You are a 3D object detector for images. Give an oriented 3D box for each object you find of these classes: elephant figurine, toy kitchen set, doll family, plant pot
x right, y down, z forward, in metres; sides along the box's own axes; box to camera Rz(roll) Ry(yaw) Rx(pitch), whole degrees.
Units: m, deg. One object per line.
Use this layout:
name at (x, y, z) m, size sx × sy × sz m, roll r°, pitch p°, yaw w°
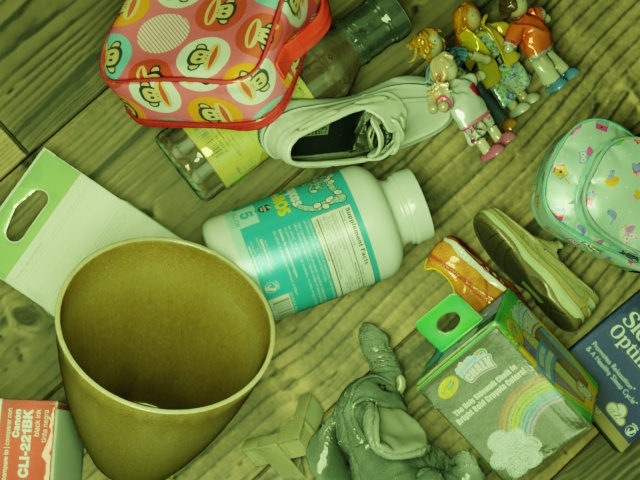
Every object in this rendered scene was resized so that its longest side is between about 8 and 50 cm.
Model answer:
elephant figurine at (0.068, 0.240, 1.491) m, size 0.169 × 0.186 × 0.239 m, roll -39°, pitch 87°, yaw 5°
toy kitchen set at (-0.037, 0.246, 1.554) m, size 0.083 × 0.075 × 0.068 m, roll -17°, pitch 124°, yaw 29°
doll family at (0.189, -0.207, 1.551) m, size 0.163 × 0.118 × 0.263 m, roll 54°, pitch 52°, yaw -10°
plant pot at (-0.193, 0.168, 1.435) m, size 0.237 × 0.254 × 0.237 m, roll 9°, pitch 46°, yaw -10°

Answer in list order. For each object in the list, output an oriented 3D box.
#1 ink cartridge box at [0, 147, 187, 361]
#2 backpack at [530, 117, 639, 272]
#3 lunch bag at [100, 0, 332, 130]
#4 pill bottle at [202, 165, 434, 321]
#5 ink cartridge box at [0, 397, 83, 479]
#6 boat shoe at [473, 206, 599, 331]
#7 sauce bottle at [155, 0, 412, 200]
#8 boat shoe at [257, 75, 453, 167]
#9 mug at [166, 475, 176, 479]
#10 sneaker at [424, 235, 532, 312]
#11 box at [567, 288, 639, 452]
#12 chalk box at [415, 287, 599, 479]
ink cartridge box at (-0.292, 0.020, 1.566) m, size 0.235 × 0.056 × 0.171 m, roll 34°, pitch 83°, yaw 5°
backpack at (0.359, -0.059, 1.541) m, size 0.188 × 0.144 × 0.166 m, roll 24°, pitch 88°, yaw 6°
lunch bag at (-0.105, -0.271, 1.506) m, size 0.258 × 0.120 × 0.293 m, roll 4°, pitch 59°, yaw 25°
pill bottle at (0.000, 0.000, 1.526) m, size 0.264 × 0.146 × 0.146 m, roll -21°, pitch 83°, yaw -4°
ink cartridge box at (-0.426, 0.238, 1.464) m, size 0.272 × 0.197 × 0.114 m, roll 2°, pitch 81°, yaw -1°
boat shoe at (0.272, 0.024, 1.573) m, size 0.072 × 0.068 × 0.190 m, roll -43°, pitch 94°, yaw -18°
sauce bottle at (-0.039, -0.187, 1.568) m, size 0.344 × 0.111 × 0.111 m, roll -36°, pitch 84°, yaw -4°
boat shoe at (0.059, -0.138, 1.530) m, size 0.267 × 0.088 × 0.096 m, roll -7°, pitch 122°, yaw -27°
mug at (-0.203, 0.301, 1.526) m, size 0.064 × 0.062 × 0.078 m, roll 16°, pitch 101°, yaw -6°
sneaker at (0.205, 0.070, 1.570) m, size 0.175 × 0.064 × 0.067 m, roll 43°, pitch 104°, yaw 10°
box at (0.411, 0.139, 1.567) m, size 0.225 × 0.036 × 0.136 m, roll -39°, pitch 84°, yaw -7°
chalk box at (0.207, 0.154, 1.486) m, size 0.132 × 0.132 × 0.213 m, roll -42°, pitch 90°, yaw 22°
